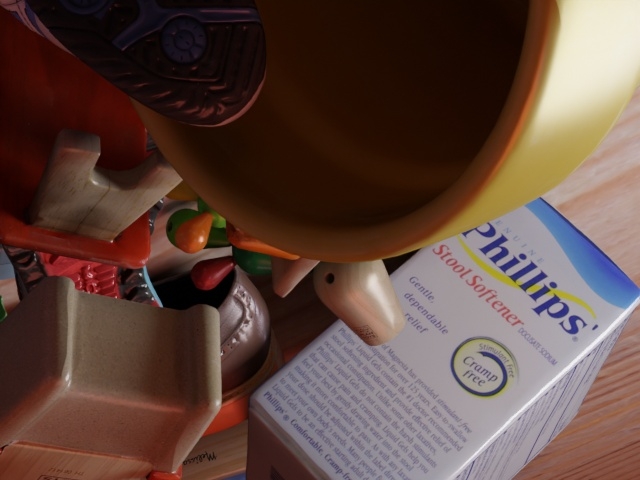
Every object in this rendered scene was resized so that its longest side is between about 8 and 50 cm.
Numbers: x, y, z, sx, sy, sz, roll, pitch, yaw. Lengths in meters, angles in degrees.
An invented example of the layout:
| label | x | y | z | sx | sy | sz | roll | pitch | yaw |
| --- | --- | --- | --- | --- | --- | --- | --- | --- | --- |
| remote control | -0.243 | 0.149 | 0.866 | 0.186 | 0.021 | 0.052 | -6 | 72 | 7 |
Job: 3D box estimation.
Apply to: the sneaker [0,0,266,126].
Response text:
| label | x | y | z | sx | sy | sz | roll | pitch | yaw |
| --- | --- | --- | --- | --- | --- | --- | --- | --- | --- |
| sneaker | -0.101 | -0.123 | 0.628 | 0.080 | 0.211 | 0.081 | -46 | 168 | -6 |

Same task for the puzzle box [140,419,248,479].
| label | x | y | z | sx | sy | sz | roll | pitch | yaw |
| --- | --- | --- | --- | --- | --- | --- | --- | --- | --- |
| puzzle box | -0.160 | 0.281 | 1.590 | 0.409 | 0.052 | 0.272 | -16 | 156 | -11 |

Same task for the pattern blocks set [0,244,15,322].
| label | x | y | z | sx | sy | sz | roll | pitch | yaw |
| --- | --- | --- | --- | --- | --- | --- | --- | --- | --- |
| pattern blocks set | -0.356 | 0.056 | 0.991 | 0.325 | 0.026 | 0.285 | -4 | 152 | -31 |

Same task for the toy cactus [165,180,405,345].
| label | x | y | z | sx | sy | sz | roll | pitch | yaw |
| --- | --- | --- | --- | --- | --- | --- | --- | --- | --- |
| toy cactus | 0.000 | 0.000 | 1.002 | 0.219 | 0.112 | 0.180 | -22 | 119 | 25 |

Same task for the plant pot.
| label | x | y | z | sx | sy | sz | roll | pitch | yaw |
| --- | --- | --- | --- | --- | --- | --- | --- | --- | --- |
| plant pot | 0.065 | -0.140 | 0.672 | 0.239 | 0.254 | 0.254 | -19 | 162 | -45 |

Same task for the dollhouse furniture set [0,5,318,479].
| label | x | y | z | sx | sy | sz | roll | pitch | yaw |
| --- | --- | --- | --- | --- | --- | --- | --- | --- | --- |
| dollhouse furniture set | -0.119 | -0.012 | 0.724 | 0.262 | 0.259 | 0.135 | 13 | 144 | -27 |

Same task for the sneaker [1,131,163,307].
| label | x | y | z | sx | sy | sz | roll | pitch | yaw |
| --- | --- | --- | --- | --- | --- | --- | --- | --- | --- |
| sneaker | -0.155 | -0.018 | 0.900 | 0.104 | 0.125 | 0.262 | -14 | 129 | -21 |

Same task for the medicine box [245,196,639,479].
| label | x | y | z | sx | sy | sz | roll | pitch | yaw |
| --- | --- | --- | --- | --- | --- | --- | --- | --- | --- |
| medicine box | 0.091 | 0.134 | 1.236 | 0.289 | 0.149 | 0.263 | -40 | 162 | -20 |

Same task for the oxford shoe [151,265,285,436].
| label | x | y | z | sx | sy | sz | roll | pitch | yaw |
| --- | --- | --- | --- | --- | --- | --- | --- | --- | --- |
| oxford shoe | -0.211 | 0.109 | 1.137 | 0.363 | 0.130 | 0.133 | -23 | 139 | -9 |
